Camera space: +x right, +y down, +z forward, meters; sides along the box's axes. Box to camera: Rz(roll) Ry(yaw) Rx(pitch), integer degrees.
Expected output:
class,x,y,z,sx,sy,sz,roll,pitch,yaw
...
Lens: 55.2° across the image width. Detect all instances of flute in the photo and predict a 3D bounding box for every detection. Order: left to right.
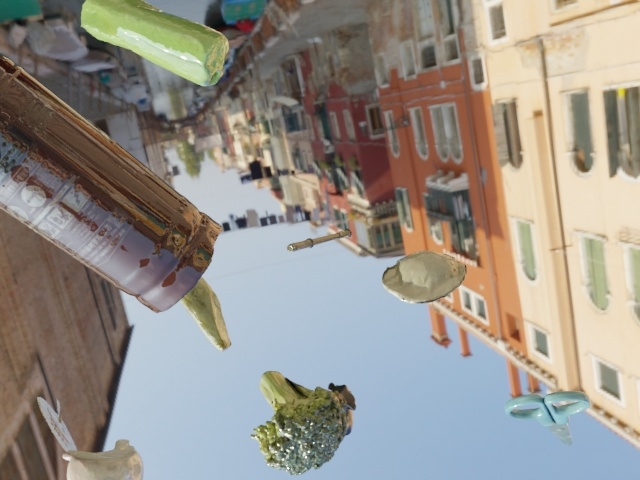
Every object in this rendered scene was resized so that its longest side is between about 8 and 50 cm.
class,x,y,z,sx,sy,sz,roll,pitch,yaw
flute,0.000,0.000,1.482,0.027,0.027,0.233,-2,-172,39

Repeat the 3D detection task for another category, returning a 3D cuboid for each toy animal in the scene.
class,x,y,z,sx,sy,sz,roll,pitch,yaw
toy animal,-0.407,0.503,1.102,0.138,0.282,0.140,20,-174,33

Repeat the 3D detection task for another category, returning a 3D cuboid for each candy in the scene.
class,x,y,z,sx,sy,sz,roll,pitch,yaw
candy,-0.381,-0.470,1.419,0.343,0.132,0.142,23,-140,6

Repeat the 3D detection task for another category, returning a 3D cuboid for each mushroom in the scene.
class,x,y,z,sx,sy,sz,roll,pitch,yaw
mushroom,-0.377,0.194,1.926,0.107,0.333,0.087,-41,172,7

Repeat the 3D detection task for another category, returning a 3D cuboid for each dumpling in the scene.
class,x,y,z,sx,sy,sz,roll,pitch,yaw
dumpling,0.302,0.118,1.753,0.247,0.142,0.172,-11,-146,5

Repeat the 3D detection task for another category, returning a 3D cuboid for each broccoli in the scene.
class,x,y,z,sx,sy,sz,roll,pitch,yaw
broccoli,-0.048,0.400,1.414,0.247,0.263,0.243,-35,-126,-13

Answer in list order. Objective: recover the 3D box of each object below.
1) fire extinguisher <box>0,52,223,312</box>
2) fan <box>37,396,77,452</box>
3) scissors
class,x,y,z,sx,sy,sz,roll,pitch,yaw
fire extinguisher,-0.244,-0.073,0.560,0.135,0.337,0.114,-35,-151,29
fan,-0.687,0.470,1.613,0.009,0.191,0.329,-33,-166,-18
scissors,0.602,0.466,1.561,0.192,0.447,0.029,-15,-126,21
